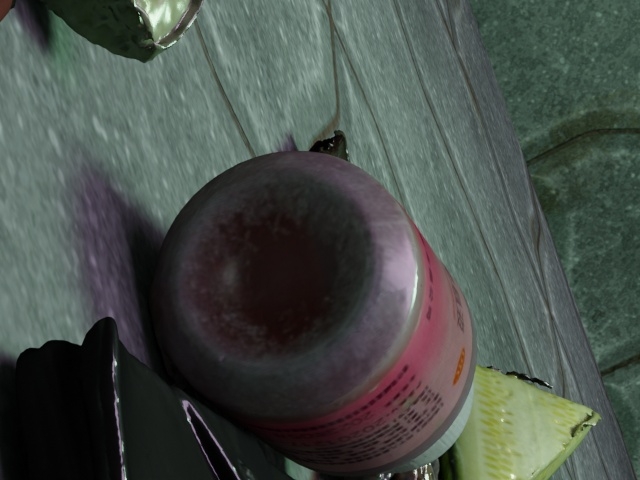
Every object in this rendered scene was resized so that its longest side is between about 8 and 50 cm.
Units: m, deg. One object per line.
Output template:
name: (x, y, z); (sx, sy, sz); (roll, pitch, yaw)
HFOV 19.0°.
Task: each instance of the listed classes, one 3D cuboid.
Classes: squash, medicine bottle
squash: (0.166, 0.221, 1.640); (0.169, 0.093, 0.252); (21, 30, -14)
medicine bottle: (0.010, 0.053, 1.038); (0.247, 0.147, 0.147); (47, 28, -65)

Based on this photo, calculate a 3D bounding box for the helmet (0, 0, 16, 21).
helmet: (-0.150, -0.092, 0.707); (0.065, 0.049, 0.084); (34, -5, -16)

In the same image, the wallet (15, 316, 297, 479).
wallet: (-0.039, 0.168, 0.858); (0.377, 0.051, 0.197); (53, 23, -65)

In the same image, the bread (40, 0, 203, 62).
bread: (-0.118, -0.201, 0.911); (0.172, 0.064, 0.232); (-3, 90, -60)

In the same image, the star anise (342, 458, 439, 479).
star anise: (0.038, 0.118, 1.254); (0.182, 0.065, 0.195); (67, 27, -43)

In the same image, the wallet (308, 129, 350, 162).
wallet: (0.000, 0.000, 1.363); (0.232, 0.031, 0.122); (-56, 132, -73)
